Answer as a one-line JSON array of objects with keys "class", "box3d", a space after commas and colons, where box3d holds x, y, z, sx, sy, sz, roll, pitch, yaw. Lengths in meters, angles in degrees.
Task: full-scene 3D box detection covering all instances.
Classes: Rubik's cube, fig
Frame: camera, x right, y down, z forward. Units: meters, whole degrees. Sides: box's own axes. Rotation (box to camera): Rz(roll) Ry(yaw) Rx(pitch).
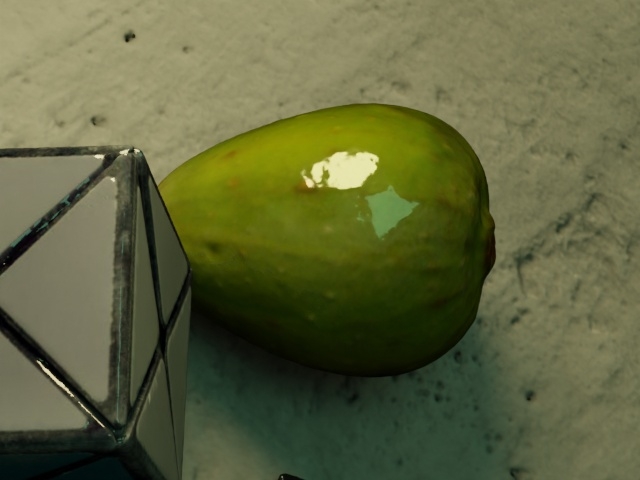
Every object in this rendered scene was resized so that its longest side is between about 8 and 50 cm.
[{"class": "Rubik's cube", "box3d": [-0.252, 0.087, 1.569, 0.259, 0.260, 0.255, -4, 65, 7]}, {"class": "fig", "box3d": [0.000, 0.000, 1.784, 0.326, 0.258, 0.258, -1, 68, -1]}]

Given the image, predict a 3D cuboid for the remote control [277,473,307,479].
[{"class": "remote control", "box3d": [-0.030, 0.334, 1.746, 0.063, 0.025, 0.245, 19, 62, -18]}]
